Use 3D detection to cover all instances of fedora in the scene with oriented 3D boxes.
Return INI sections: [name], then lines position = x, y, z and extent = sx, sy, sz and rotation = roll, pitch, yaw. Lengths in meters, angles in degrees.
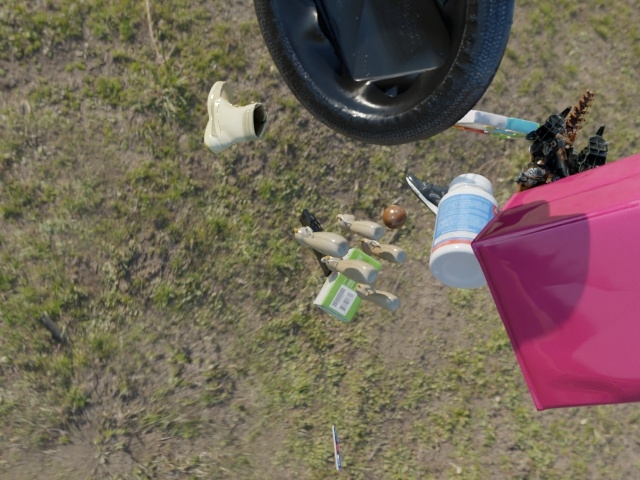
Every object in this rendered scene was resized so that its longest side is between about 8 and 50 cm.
[fedora]
position = 0.081, -0.283, 0.650
extent = 0.334, 0.334, 0.152
rotation = 51, 42, 3

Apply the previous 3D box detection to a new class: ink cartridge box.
[ink cartridge box]
position = 0.062, 0.131, 1.708
extent = 0.097, 0.255, 0.188
rotation = 32, 80, -8

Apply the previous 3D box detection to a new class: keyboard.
[keyboard]
position = 0.000, 0.000, 1.610
extent = 0.038, 0.100, 0.192
rotation = -21, 75, -19

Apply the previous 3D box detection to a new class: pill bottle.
[pill bottle]
position = 0.288, -0.026, 1.144
extent = 0.124, 0.124, 0.221
rotation = 25, 52, -10

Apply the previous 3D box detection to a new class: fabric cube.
[fabric cube]
position = 0.393, 0.042, 0.769
extent = 0.259, 0.258, 0.254
rotation = -35, 104, -53

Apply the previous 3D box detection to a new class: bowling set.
[bowling set]
position = 0.103, 0.010, 1.311
extent = 0.200, 0.154, 0.287
rotation = -52, 126, -16

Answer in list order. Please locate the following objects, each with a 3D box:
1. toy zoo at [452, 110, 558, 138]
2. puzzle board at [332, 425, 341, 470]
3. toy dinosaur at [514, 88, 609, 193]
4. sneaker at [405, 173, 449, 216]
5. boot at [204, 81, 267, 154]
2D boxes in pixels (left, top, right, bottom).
[toy zoo]
position = 0.408, -0.287, 1.436
extent = 0.293, 0.192, 0.030
rotation = 6, 98, -20
[puzzle board]
position = 0.052, 0.634, 1.775
extent = 0.011, 0.096, 0.128
rotation = -8, 68, 5
[toy dinosaur]
position = 0.489, -0.176, 1.230
extent = 0.164, 0.218, 0.321
rotation = 8, 82, 7
[sneaker]
position = 0.450, -0.169, 2.209
extent = 0.124, 0.107, 0.283
rotation = -44, 79, 7
[boot]
position = -0.263, -0.412, 1.849
extent = 0.095, 0.204, 0.261
rotation = 37, 50, -50
